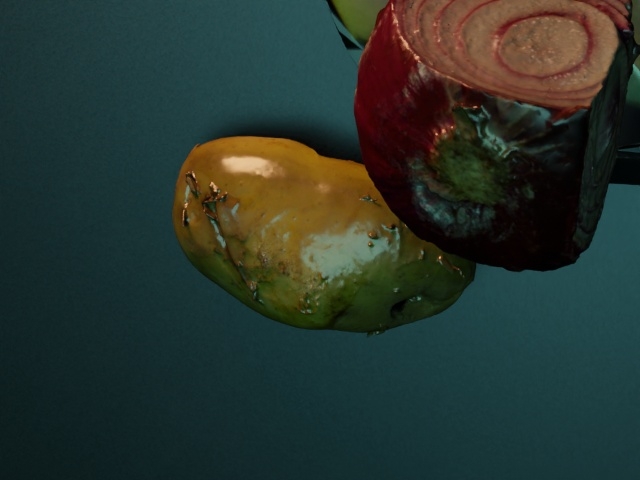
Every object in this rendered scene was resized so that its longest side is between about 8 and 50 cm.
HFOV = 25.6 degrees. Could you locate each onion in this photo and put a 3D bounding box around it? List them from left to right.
[{"bbox_3d":[0.125,-0.088,1.089,0.206,0.216,0.207,16,126,18],"label":"onion"}]

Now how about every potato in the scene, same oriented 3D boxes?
[{"bbox_3d":[0.000,0.000,1.346,0.300,0.140,0.173,16,102,9],"label":"potato"}]

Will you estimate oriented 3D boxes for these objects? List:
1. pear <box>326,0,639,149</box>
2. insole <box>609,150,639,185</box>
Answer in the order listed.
[{"bbox_3d":[0.207,-0.271,1.208,0.399,0.165,0.398,3,108,10],"label":"pear"},{"bbox_3d":[0.366,-0.057,1.237,0.309,0.110,0.012,3,78,-9],"label":"insole"}]
